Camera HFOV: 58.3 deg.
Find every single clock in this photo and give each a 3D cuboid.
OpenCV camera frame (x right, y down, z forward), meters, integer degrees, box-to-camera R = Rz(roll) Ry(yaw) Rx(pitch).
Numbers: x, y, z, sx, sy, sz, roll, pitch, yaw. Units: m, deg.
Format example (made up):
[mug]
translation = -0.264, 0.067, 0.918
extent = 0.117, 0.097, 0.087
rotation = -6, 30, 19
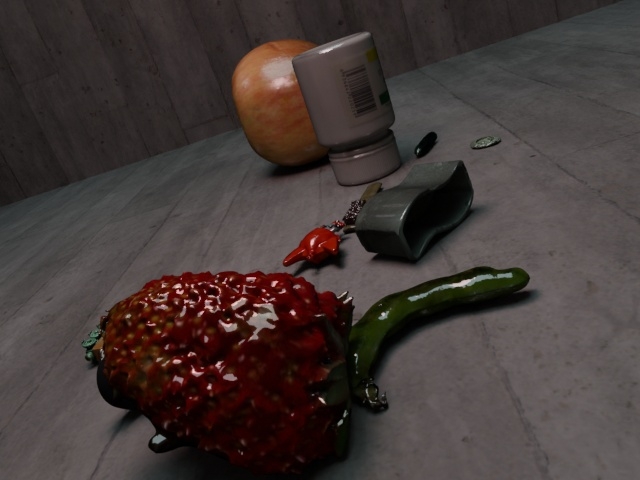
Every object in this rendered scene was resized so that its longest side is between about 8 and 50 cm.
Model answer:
[clock]
translation = 0.406, -0.245, 1.417
extent = 0.074, 0.010, 0.083
rotation = -14, 20, 14

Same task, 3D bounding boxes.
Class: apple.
[apple]
translation = -0.079, -0.421, 1.773
extent = 0.346, 0.391, 0.391
rotation = -15, 21, 15

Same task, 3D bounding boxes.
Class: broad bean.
[broad bean]
translation = 0.131, 0.103, 0.745
extent = 0.292, 0.049, 0.144
rotation = -32, 30, -24

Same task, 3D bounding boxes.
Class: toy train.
[toy train]
translation = -0.371, 0.174, 1.012
extent = 0.064, 0.044, 0.103
rotation = -11, 24, 13

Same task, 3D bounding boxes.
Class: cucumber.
[cucumber]
translation = 0.278, -0.255, 1.526
extent = 0.032, 0.032, 0.133
rotation = -5, 25, 33

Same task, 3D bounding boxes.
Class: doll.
[doll]
translation = 0.000, 0.000, 1.094
extent = 0.109, 0.057, 0.169
rotation = -15, 23, 21

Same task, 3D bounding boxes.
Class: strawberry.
[strawberry]
translation = -0.109, 0.119, 0.619
extent = 0.306, 0.138, 0.233
rotation = 8, 54, -2

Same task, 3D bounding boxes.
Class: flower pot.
[flower pot]
translation = 0.169, -0.054, 1.019
extent = 0.108, 0.103, 0.229
rotation = 4, 32, 47

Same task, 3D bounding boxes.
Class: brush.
[brush]
translation = 0.094, -0.084, 1.256
extent = 0.043, 0.036, 0.248
rotation = -6, 24, 21

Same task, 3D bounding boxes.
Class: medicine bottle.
[medicine bottle]
translation = 0.076, -0.327, 1.447
extent = 0.208, 0.340, 0.208
rotation = -17, 21, 7

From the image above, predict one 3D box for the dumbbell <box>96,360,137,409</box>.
[dumbbell]
translation = -0.200, 0.181, 0.759
extent = 0.191, 0.100, 0.100
rotation = -4, 25, 35
